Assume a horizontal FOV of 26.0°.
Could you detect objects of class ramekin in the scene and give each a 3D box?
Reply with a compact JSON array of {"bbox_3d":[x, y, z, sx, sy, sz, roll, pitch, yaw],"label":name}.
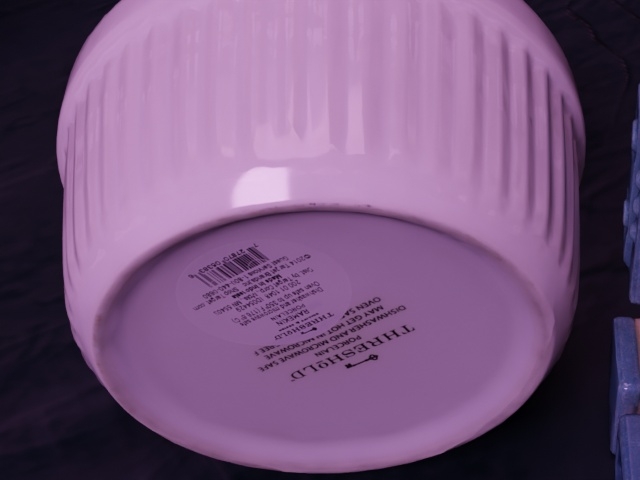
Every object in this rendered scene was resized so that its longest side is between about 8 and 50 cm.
[{"bbox_3d":[0.000,0.000,0.520,0.207,0.207,0.109,-2,50,3],"label":"ramekin"}]

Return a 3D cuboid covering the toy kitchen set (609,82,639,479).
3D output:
[{"bbox_3d":[0.109,0.066,0.452,0.122,0.166,0.207,1,41,6],"label":"toy kitchen set"}]
